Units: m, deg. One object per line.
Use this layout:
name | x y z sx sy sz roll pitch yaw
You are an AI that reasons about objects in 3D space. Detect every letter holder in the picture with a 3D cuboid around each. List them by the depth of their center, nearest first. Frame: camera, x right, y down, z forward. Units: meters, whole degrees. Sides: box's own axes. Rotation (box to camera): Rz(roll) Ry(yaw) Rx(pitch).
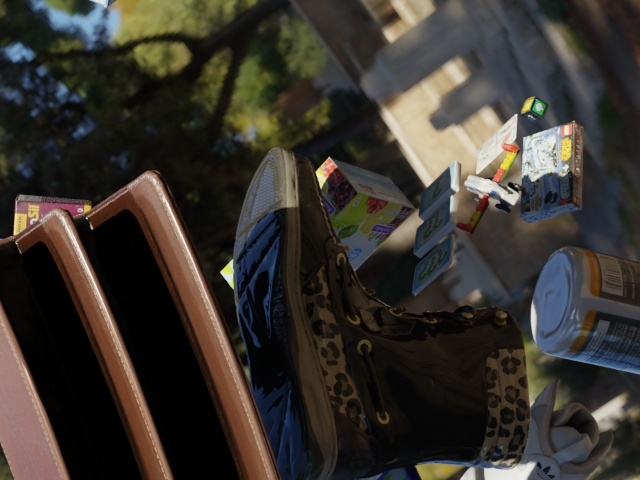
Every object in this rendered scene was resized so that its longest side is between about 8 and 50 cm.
letter holder | -0.171 0.118 1.008 0.214 0.152 0.301 -21 90 59

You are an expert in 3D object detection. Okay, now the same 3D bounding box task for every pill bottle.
pill bottle | 0.458 0.112 1.772 0.278 0.162 0.162 13 -160 -12

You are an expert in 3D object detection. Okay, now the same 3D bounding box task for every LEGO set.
LEGO set | 0.174 -0.069 1.456 0.060 0.244 0.182 30 -137 -18

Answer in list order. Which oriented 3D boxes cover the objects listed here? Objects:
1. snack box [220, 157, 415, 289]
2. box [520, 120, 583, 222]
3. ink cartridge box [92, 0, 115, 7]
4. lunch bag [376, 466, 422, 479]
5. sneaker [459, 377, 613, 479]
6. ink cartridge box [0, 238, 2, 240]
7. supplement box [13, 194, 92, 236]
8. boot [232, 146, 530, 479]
snack box | 0.000 0.000 1.573 0.070 0.207 0.174 53 -161 23
box | 0.342 -0.101 1.823 0.027 0.094 0.137 26 -119 -38
ink cartridge box | -0.223 -0.322 1.307 0.104 0.061 0.181 24 -143 8
lunch bag | 0.084 0.323 1.295 0.096 0.151 0.129 13 -165 -19
sneaker | 0.309 0.298 1.788 0.137 0.210 0.366 46 -166 -1
ink cartridge box | -0.430 0.067 1.446 0.201 0.117 0.278 35 -173 31
supplement box | -0.300 -0.019 1.382 0.043 0.083 0.055 -133 47 -76
boot | 0.065 0.085 1.333 0.284 0.138 0.377 6 -123 -26
